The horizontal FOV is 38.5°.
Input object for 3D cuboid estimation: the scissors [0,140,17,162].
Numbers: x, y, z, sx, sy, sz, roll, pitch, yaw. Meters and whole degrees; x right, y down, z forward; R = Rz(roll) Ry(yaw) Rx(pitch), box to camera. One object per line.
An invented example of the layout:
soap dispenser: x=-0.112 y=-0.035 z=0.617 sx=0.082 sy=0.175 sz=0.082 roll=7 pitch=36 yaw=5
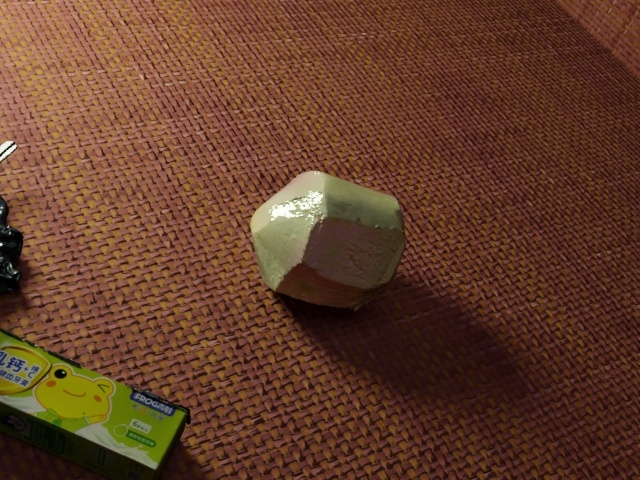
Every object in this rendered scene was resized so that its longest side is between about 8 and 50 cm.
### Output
scissors: x=-0.609 y=-0.069 z=1.477 sx=0.160 sy=0.024 sz=0.317 roll=30 pitch=55 yaw=15

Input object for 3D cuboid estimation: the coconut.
coconut: x=0.000 y=0.000 z=1.556 sx=0.245 sy=0.233 sz=0.233 roll=12 pitch=43 yaw=-22

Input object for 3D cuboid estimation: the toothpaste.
toothpaste: x=-0.354 y=0.236 z=1.284 sx=0.328 sy=0.077 sz=0.110 roll=23 pitch=45 yaw=1

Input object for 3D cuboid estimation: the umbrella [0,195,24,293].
umbrella: x=-0.522 y=-0.015 z=1.476 sx=0.080 sy=0.071 sz=0.224 roll=25 pitch=29 yaw=-40
